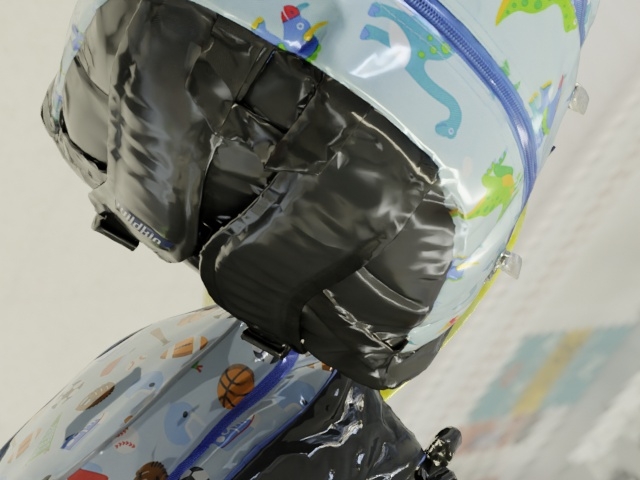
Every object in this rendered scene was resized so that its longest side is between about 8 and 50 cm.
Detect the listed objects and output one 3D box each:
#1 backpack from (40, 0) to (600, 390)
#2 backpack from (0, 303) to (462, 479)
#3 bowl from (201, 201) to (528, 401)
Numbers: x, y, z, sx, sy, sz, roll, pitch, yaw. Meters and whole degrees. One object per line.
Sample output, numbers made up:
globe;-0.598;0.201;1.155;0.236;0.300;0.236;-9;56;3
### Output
backpack;0.001;-0.086;1.027;0.273;0.290;0.355;-51;175;-4
backpack;-0.096;0.174;1.284;0.276;0.213;0.263;-38;-176;-34
bowl;0.000;0.000;1.494;0.289;0.289;0.156;-43;108;14
